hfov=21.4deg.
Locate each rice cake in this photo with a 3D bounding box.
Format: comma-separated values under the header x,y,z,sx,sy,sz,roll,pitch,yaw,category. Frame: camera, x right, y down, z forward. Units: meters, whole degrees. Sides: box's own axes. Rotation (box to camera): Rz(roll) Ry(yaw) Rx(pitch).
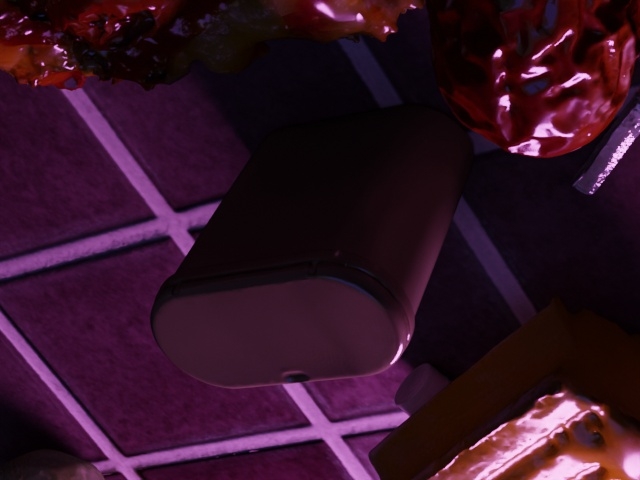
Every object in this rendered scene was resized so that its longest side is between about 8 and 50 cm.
x,y,z,sx,sy,sz,roll,pitch,yaw,category
0.252,-0.082,1.448,0.022,0.021,0.121,21,137,-9,rice cake

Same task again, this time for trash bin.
x,y,z,sx,sy,sz,roll,pitch,yaw,category
0.000,0.000,1.484,0.243,0.247,0.121,-8,127,32,trash bin

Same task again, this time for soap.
x,y,z,sx,sy,sz,roll,pitch,yaw,category
0.224,0.214,1.621,0.259,0.143,0.281,29,126,-28,soap

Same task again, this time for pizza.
x,y,z,sx,sy,sz,roll,pitch,yaw,category
-0.116,-0.204,1.360,0.406,0.130,0.440,5,163,0,pizza

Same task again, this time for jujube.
x,y,z,sx,sy,sz,roll,pitch,yaw,category
0.163,-0.182,1.290,0.174,0.174,0.250,6,134,21,jujube

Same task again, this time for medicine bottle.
x,y,z,sx,sy,sz,roll,pitch,yaw,category
0.126,0.173,1.728,0.089,0.057,0.057,40,136,-15,medicine bottle

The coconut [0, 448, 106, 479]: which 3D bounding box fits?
x,y,z,sx,sy,sz,roll,pitch,yaw,category
-0.323,0.374,2.016,0.236,0.236,0.204,18,170,9,coconut
